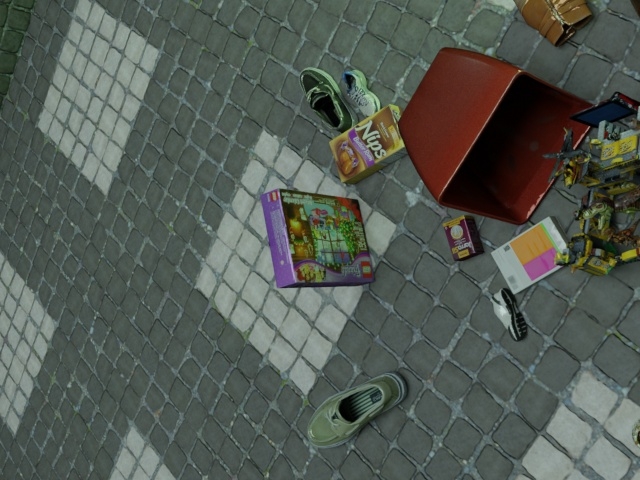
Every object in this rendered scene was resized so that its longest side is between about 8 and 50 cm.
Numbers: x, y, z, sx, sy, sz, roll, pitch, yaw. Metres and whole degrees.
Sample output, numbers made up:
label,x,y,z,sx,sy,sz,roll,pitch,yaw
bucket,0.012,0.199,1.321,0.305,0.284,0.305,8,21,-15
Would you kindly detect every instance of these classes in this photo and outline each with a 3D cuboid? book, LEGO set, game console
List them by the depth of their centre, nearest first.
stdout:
label,x,y,z,sx,sy,sz,roll,pitch,yaw
LEGO set,0.475,-0.076,1.235,0.331,0.192,0.254,-2,71,70
game console,0.526,-0.202,1.317,0.124,0.144,0.085,50,119,29
book,0.415,0.030,1.477,0.144,0.035,0.096,-36,70,33

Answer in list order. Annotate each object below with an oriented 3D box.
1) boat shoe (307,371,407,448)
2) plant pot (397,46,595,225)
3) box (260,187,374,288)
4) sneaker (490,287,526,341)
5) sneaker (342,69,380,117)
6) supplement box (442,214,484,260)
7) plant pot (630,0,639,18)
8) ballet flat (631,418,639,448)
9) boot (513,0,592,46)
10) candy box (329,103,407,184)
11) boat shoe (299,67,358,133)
label,x,y,z,sx,sy,sz,roll,pitch,yaw
boat shoe,0.061,0.383,1.718,0.302,0.094,0.109,-42,64,31
plant pot,0.307,-0.218,1.442,0.235,0.267,0.267,50,119,43
box,0.000,0.000,1.649,0.057,0.293,0.200,-18,78,35
sneaker,0.373,0.151,1.509,0.044,0.040,0.109,-40,60,50
sneaker,0.087,-0.334,1.739,0.052,0.058,0.135,-42,65,31
supplement box,0.295,-0.005,1.568,0.055,0.043,0.083,-25,74,35
plant pot,0.644,-0.403,1.205,0.230,0.215,0.215,-32,68,20
ballet flat,0.635,0.327,1.258,0.241,0.077,0.091,-17,77,37
boot,0.465,-0.478,1.425,0.197,0.073,0.152,-52,57,40
candy box,0.114,-0.215,1.718,0.187,0.053,0.109,-28,71,34
boat shoe,0.007,-0.338,1.797,0.077,0.070,0.219,-52,59,26
